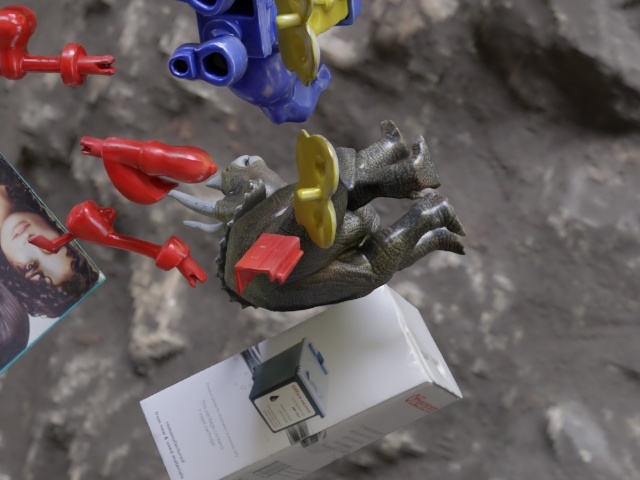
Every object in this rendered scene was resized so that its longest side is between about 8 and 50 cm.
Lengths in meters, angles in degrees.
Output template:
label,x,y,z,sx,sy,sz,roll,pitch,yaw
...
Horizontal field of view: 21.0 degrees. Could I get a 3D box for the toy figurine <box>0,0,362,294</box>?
label,x,y,z,sx,sy,sz,roll,pitch,yaw
toy figurine,-0.059,-0.180,0.944,0.217,0.191,0.362,-52,-41,-57

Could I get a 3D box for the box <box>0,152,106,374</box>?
label,x,y,z,sx,sy,sz,roll,pitch,yaw
box,-0.240,-0.037,0.966,0.100,0.244,0.060,-44,13,-20

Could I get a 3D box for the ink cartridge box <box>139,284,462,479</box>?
label,x,y,z,sx,sy,sz,roll,pitch,yaw
ink cartridge box,-0.010,0.113,1.210,0.190,0.139,0.082,-28,74,6

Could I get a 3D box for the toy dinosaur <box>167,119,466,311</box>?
label,x,y,z,sx,sy,sz,roll,pitch,yaw
toy dinosaur,0.000,0.000,1.056,0.160,0.121,0.313,-29,10,0
